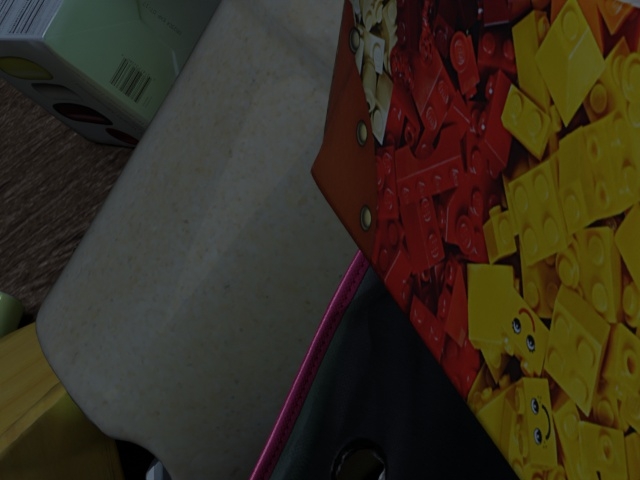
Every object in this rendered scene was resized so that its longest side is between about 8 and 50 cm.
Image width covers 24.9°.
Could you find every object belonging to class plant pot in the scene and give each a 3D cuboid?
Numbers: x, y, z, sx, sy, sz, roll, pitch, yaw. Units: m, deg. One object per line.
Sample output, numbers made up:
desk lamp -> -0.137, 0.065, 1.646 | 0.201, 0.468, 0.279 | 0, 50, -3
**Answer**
plant pot -> 0.000, 0.000, 0.894 | 0.305, 0.334, 0.334 | -51, 35, 8

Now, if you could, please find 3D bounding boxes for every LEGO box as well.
LEGO box -> 0.301, -0.022, 0.394 | 0.372, 0.500, 0.193 | -122, 35, -50

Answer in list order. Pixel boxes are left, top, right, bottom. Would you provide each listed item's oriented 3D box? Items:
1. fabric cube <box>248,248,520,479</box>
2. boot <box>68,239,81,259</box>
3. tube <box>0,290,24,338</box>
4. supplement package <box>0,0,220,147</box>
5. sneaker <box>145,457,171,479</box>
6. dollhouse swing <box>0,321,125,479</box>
fabric cube -> 0.142, 0.154, 0.656 | 0.259, 0.258, 0.254 | 6, 66, 51
boot -> -0.184, -0.006, 1.356 | 0.099, 0.045, 0.121 | -10, 51, 52
tube -> -0.351, 0.164, 1.392 | 0.070, 0.062, 0.240 | 95, -169, -70
supplement package -> -0.211, -0.200, 1.419 | 0.203, 0.194, 0.149 | 10, 68, 53
sneaker -> -0.032, 0.209, 0.972 | 0.132, 0.086, 0.229 | -36, 48, 14
dollhouse swing -> -0.230, 0.231, 1.187 | 0.347, 0.305, 0.315 | -14, 92, 42
